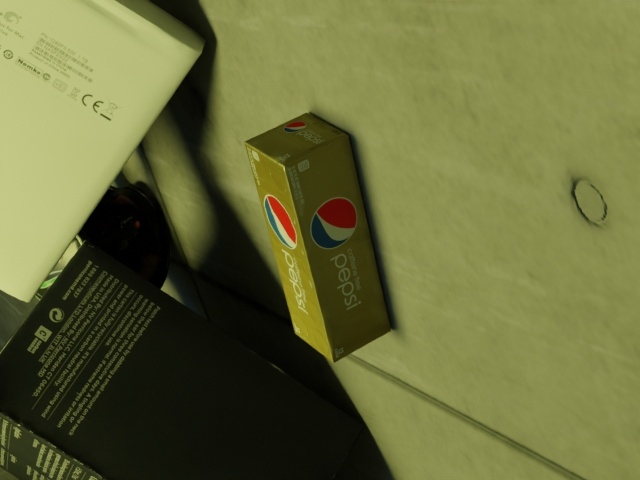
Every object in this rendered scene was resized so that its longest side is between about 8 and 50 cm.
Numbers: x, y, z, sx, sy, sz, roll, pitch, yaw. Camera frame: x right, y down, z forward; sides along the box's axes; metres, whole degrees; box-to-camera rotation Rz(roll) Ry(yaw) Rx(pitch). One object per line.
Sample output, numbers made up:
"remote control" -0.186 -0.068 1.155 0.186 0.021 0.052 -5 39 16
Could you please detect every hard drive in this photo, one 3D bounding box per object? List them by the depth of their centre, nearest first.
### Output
"hard drive" -0.266 -0.106 1.102 0.203 0.307 0.040 31 -152 -15

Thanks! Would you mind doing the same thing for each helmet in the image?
"helmet" -0.267 0.007 1.447 0.161 0.169 0.169 9 126 40

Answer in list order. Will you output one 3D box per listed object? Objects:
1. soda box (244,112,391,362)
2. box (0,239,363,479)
"soda box" 0.000 0.000 0.970 0.061 0.058 0.181 34 146 51
"box" -0.168 0.198 1.274 0.312 0.179 0.343 35 158 -2
